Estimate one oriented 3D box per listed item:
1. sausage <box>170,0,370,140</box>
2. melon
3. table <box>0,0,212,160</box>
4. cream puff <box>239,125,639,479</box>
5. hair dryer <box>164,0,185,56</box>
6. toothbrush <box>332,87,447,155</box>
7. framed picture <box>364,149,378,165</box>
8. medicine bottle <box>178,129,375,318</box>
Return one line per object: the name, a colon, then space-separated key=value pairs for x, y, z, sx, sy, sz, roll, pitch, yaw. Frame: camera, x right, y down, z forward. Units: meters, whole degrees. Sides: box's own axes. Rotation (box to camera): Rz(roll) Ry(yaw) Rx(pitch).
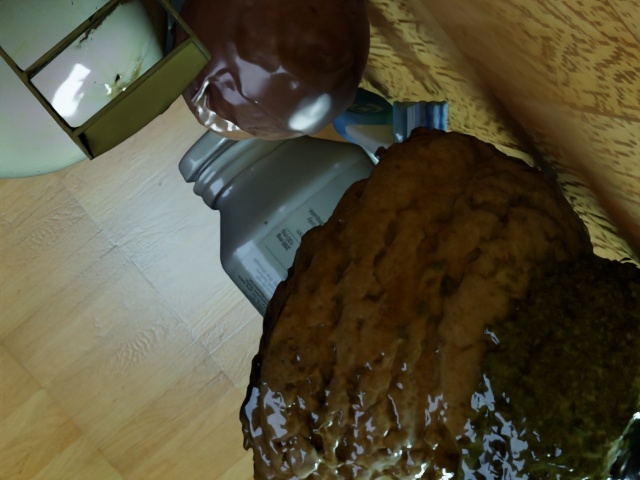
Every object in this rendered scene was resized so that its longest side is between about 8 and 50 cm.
sausage: x=-0.034 y=-0.099 z=1.028 sx=0.094 sy=0.094 sz=0.419 roll=60 pitch=178 yaw=-6
melon: x=-0.244 y=-0.162 z=1.207 sx=0.317 sy=0.223 sz=0.223 roll=30 pitch=170 yaw=21
table: x=-0.085 y=-0.140 z=0.723 sx=0.175 sy=0.146 sz=0.062 roll=50 pitch=177 yaw=-4
cream puff: x=0.078 y=0.063 z=0.813 sx=0.169 sy=0.183 sz=0.183 roll=27 pitch=168 yaw=24
hair dryer: x=-0.197 y=-0.225 z=1.358 sx=0.091 sy=0.235 sz=0.272 roll=-128 pitch=25 yaw=-58
toothbrush: x=0.023 y=-0.068 z=1.109 sx=0.040 sy=0.040 sz=0.386 roll=50 pitch=177 yaw=-11
framed picture: x=0.097 y=0.011 z=1.237 sx=0.203 sy=0.015 sz=0.150 roll=48 pitch=178 yaw=38
medicine bottle: x=0.000 y=0.000 z=1.395 sx=0.215 sy=0.135 sz=0.135 roll=49 pitch=177 yaw=5
